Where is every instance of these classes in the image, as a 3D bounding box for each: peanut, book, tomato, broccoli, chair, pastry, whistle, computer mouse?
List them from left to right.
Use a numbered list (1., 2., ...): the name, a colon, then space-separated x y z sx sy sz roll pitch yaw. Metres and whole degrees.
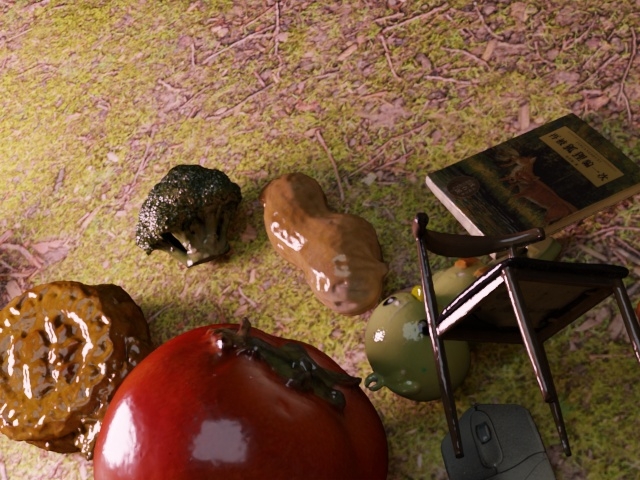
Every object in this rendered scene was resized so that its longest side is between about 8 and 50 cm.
1. pastry: -0.324 0.167 1.621 0.235 0.132 0.240 12 71 22
2. broccoli: -0.184 -0.035 1.686 0.162 0.146 0.138 -20 82 -6
3. tomato: -0.094 0.251 1.348 0.321 0.321 0.322 -12 54 18
4. peanut: 0.000 0.000 1.590 0.117 0.101 0.263 -24 44 -24
5. whistle: 0.160 0.074 1.438 0.294 0.141 0.141 -47 51 -11
6. computer mouse: 0.201 0.261 1.333 0.113 0.068 0.229 -25 51 6
7. chair: 0.214 0.073 1.289 0.166 0.188 0.272 -45 50 45
8. book: 0.267 -0.073 1.511 0.228 0.024 0.160 -24 47 -17

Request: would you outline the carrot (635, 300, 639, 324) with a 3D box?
1. carrot: 0.399 0.153 1.325 0.061 0.061 0.257 -19 60 13
